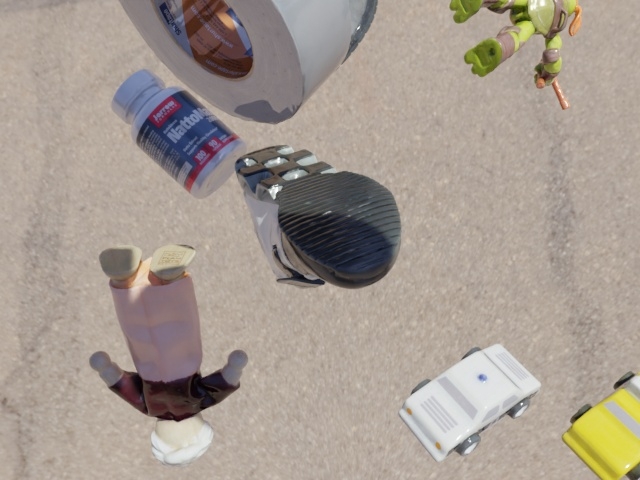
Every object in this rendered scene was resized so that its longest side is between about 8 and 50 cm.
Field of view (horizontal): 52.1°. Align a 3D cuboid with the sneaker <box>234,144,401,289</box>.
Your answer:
[{"bbox_3d":[0.000,0.000,0.729,0.122,0.146,0.330,-16,25,-14],"label":"sneaker"}]

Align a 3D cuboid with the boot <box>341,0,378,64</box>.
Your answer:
[{"bbox_3d":[-0.009,-0.432,1.006,0.223,0.118,0.338,27,81,-26],"label":"boot"}]

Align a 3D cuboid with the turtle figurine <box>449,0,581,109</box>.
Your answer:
[{"bbox_3d":[0.274,-0.280,0.845,0.217,0.269,0.087,-27,24,-32],"label":"turtle figurine"}]

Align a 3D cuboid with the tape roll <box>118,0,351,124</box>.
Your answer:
[{"bbox_3d":[-0.082,-0.207,0.571,0.219,0.219,0.072,32,65,16],"label":"tape roll"}]

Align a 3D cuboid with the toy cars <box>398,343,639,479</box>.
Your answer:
[{"bbox_3d":[0.298,0.201,0.822,0.394,0.087,0.176,8,45,-1],"label":"toy cars"}]

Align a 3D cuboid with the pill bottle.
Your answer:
[{"bbox_3d":[-0.203,-0.154,0.930,0.180,0.108,0.108,41,72,3],"label":"pill bottle"}]

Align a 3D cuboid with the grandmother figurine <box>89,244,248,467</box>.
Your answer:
[{"bbox_3d":[-0.201,0.172,0.895,0.208,0.342,0.104,4,28,8],"label":"grandmother figurine"}]
